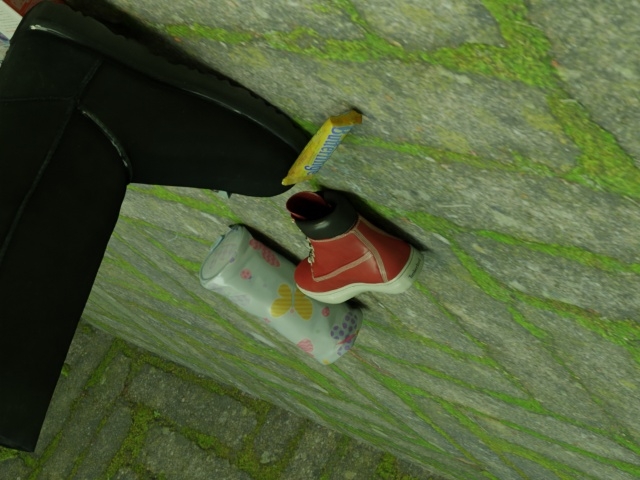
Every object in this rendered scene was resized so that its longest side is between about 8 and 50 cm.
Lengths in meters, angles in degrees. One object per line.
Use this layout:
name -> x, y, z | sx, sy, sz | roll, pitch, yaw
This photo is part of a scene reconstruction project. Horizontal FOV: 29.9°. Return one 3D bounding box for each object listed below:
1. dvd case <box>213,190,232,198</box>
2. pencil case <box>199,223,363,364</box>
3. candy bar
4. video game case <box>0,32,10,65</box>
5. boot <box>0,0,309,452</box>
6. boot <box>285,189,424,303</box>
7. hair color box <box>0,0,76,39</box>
dvd case -> -0.169, -0.100, 1.677 | 0.087, 0.013, 0.119 | 27, 164, 10
pencil case -> -0.062, 0.089, 1.909 | 0.273, 0.113, 0.124 | 35, 175, -19
candy bar -> 0.001, -0.097, 1.260 | 0.161, 0.040, 0.018 | -46, 60, 61
video game case -> -0.446, -0.279, 1.604 | 0.143, 0.019, 0.157 | 39, 164, -30
boot -> -0.240, 0.014, 1.260 | 0.367, 0.445, 0.146 | 24, 153, -10
boot -> 0.000, 0.000, 1.555 | 0.176, 0.088, 0.244 | 37, 156, -23
hair color box -> -0.330, -0.255, 1.390 | 0.093, 0.053, 0.167 | 8, 153, 50
